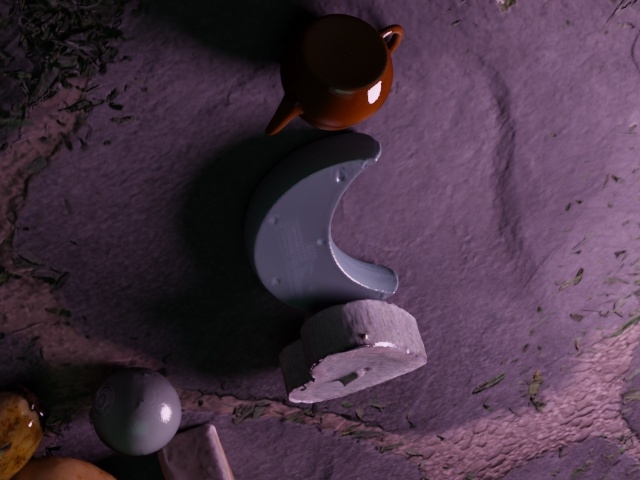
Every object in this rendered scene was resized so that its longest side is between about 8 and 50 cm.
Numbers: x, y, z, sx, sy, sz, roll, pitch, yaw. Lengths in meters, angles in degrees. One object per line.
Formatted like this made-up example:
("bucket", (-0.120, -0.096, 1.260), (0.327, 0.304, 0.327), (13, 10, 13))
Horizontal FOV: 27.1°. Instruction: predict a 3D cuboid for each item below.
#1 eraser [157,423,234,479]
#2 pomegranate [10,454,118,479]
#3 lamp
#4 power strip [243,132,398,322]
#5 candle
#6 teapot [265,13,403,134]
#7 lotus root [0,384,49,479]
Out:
("eraser", (-0.120, 0.395, 1.715), (0.078, 0.144, 0.343), (-20, 135, -5))
("pomegranate", (-0.315, 0.351, 1.576), (0.207, 0.207, 0.207), (-10, 133, -11))
("lamp", (-0.213, 0.197, 1.527), (0.105, 0.105, 0.105), (-10, 133, -11))
("power strip", (0.000, 0.000, 1.464), (0.168, 0.054, 0.253), (-13, 133, -6))
("candle", (0.044, 0.129, 1.545), (0.169, 0.068, 0.192), (-5, 157, -24))
("teapot", (0.016, -0.158, 1.299), (0.173, 0.116, 0.116), (-36, 139, -25))
("lotus root", (-0.420, 0.255, 1.513), (0.258, 0.097, 0.110), (-29, 137, 12))
